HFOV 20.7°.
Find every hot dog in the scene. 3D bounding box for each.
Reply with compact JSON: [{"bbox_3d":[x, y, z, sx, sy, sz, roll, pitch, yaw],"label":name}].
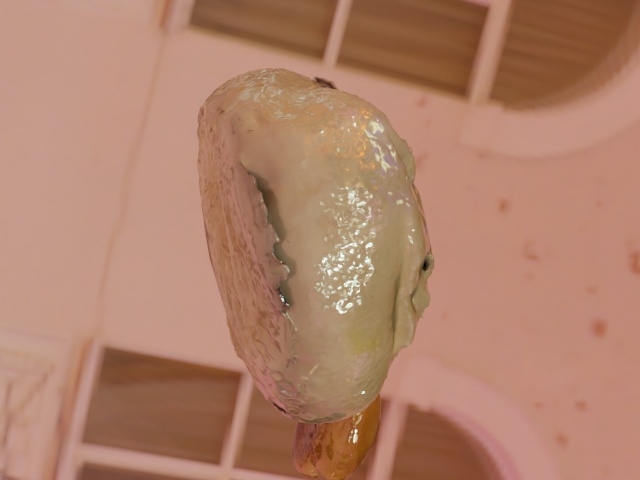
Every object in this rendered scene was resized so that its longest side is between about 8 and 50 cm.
[{"bbox_3d":[0.021,0.135,1.485,0.090,0.060,0.140,-18,-120,63],"label":"hot dog"}]

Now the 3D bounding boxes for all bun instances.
[{"bbox_3d":[0.000,0.000,1.154,0.239,0.141,0.239,171,-90,-79],"label":"bun"}]
